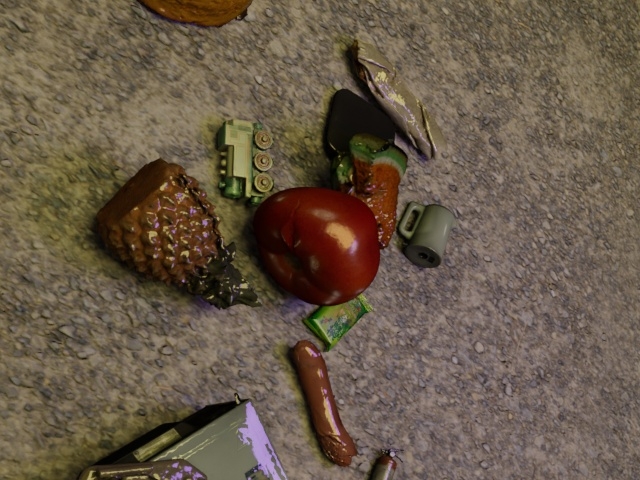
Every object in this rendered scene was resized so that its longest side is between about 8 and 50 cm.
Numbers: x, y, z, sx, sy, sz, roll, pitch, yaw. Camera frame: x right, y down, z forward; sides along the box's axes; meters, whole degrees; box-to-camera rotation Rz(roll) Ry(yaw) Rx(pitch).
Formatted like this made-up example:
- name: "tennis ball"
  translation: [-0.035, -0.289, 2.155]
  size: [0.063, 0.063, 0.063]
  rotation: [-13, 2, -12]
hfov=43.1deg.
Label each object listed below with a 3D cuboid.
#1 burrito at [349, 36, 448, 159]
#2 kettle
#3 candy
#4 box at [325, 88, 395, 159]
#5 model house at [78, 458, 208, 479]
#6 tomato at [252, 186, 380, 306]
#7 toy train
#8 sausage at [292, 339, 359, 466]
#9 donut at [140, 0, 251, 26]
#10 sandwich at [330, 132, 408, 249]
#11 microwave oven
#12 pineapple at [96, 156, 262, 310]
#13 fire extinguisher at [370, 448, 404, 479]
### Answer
- name: "burrito"
  translation: [0.206, -0.370, 2.148]
  size: [0.392, 0.076, 0.117]
  rotation: [47, 44, -19]
- name: "kettle"
  translation: [0.276, -0.016, 2.112]
  size: [0.148, 0.127, 0.098]
  rotation: [-66, 148, -31]
- name: "candy"
  translation: [0.044, 0.175, 1.917]
  size: [0.178, 0.032, 0.102]
  rotation: [-41, 103, -36]
- name: "box"
  translation: [0.104, -0.267, 2.073]
  size: [0.212, 0.042, 0.201]
  rotation: [25, 64, -30]
- name: "model house"
  translation: [-0.252, 0.427, 1.282]
  size: [0.229, 0.188, 0.122]
  rotation: [9, 88, -33]
- name: "tomato"
  translation: [0.000, 0.000, 1.785]
  size: [0.298, 0.298, 0.226]
  rotation: [53, 53, -13]
- name: "toy train"
  translation: [-0.172, -0.175, 1.829]
  size: [0.125, 0.081, 0.194]
  rotation: [6, 76, -24]
- name: "sausage"
  translation: [0.006, 0.364, 1.816]
  size: [0.078, 0.078, 0.304]
  rotation: [-20, 92, -38]
- name: "donut"
  translation: [-0.263, -0.714, 1.847]
  size: [0.378, 0.163, 0.435]
  rotation: [10, 72, -35]
- name: "sandwich"
  translation: [0.098, -0.108, 1.957]
  size: [0.250, 0.162, 0.301]
  rotation: [-7, 107, -64]
- name: "microwave oven"
  translation: [-0.261, 0.487, 1.496]
  size: [0.355, 0.218, 0.286]
  rotation: [-28, 93, -37]
- name: "pineapple"
  translation: [-0.264, 0.020, 1.640]
  size: [0.357, 0.223, 0.223]
  rotation: [47, 55, -27]
- name: "fire extinguisher"
  translation: [0.144, 0.557, 1.878]
  size: [0.062, 0.050, 0.177]
  rotation: [29, 61, -6]
